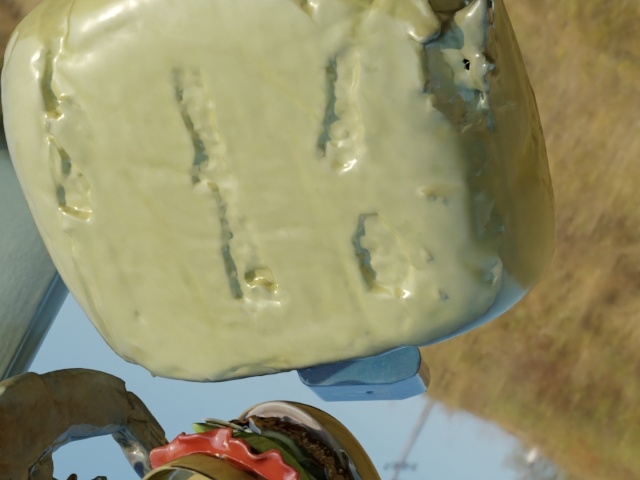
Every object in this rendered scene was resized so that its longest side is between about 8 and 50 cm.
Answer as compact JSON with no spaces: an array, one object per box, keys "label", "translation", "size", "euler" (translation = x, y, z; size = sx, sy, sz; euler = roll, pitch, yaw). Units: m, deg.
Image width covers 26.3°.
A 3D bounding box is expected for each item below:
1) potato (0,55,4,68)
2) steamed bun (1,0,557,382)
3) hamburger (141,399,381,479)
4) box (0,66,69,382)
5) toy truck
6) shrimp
[{"label":"potato","translation":[-0.324,-0.156,1.654],"size":[0.235,0.177,0.160],"euler":[2,161,19]},{"label":"steamed bun","translation":[-0.013,-0.058,0.688],"size":[0.273,0.232,0.166],"euler":[-13,-159,25]},{"label":"hamburger","translation":[-0.033,0.186,0.918],"size":[0.175,0.175,0.137],"euler":[29,-147,27]},{"label":"box","translation":[-0.308,0.004,1.228],"size":[0.182,0.311,0.175],"euler":[27,-160,-12]},{"label":"toy truck","translation":[0.000,0.000,1.425],"size":[0.367,0.175,0.146],"euler":[61,180,19]},{"label":"shrimp","translation":[-0.200,0.257,1.220],"size":[0.085,0.247,0.360],"euler":[-4,140,47]}]
